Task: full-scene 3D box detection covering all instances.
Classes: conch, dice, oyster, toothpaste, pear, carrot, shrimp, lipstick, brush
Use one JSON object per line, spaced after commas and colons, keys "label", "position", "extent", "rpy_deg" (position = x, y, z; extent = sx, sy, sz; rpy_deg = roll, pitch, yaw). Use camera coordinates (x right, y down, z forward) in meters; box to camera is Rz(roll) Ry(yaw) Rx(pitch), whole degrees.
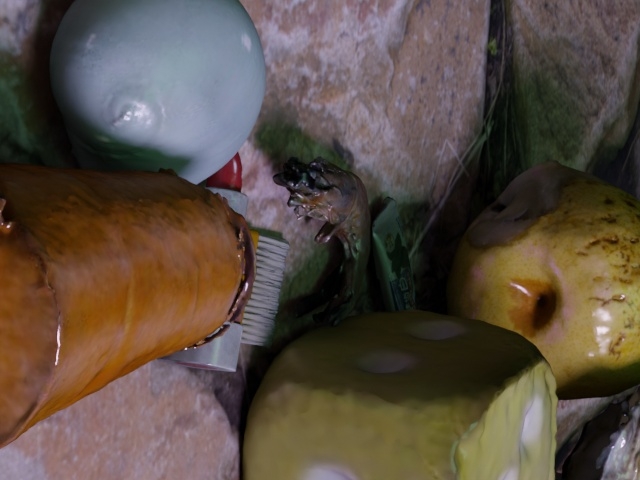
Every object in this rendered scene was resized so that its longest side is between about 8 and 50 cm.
{"label": "conch", "position": [-0.117, -0.110, 1.142], "extent": [0.185, 0.121, 0.221], "rpy_deg": [-51, 151, 8]}
{"label": "dice", "position": [0.079, 0.208, 1.391], "extent": [0.233, 0.227, 0.238], "rpy_deg": [-22, 116, -53]}
{"label": "oyster", "position": [0.285, 0.276, 1.518], "extent": [0.351, 0.115, 0.238], "rpy_deg": [-55, 176, -12]}
{"label": "toothpaste", "position": [0.082, 0.070, 1.536], "extent": [0.060, 0.038, 0.233], "rpy_deg": [-53, 137, -52]}
{"label": "pear", "position": [0.270, 0.053, 1.620], "extent": [0.271, 0.271, 0.271], "rpy_deg": [-19, 114, -53]}
{"label": "carrot", "position": [-0.181, 0.019, 1.013], "extent": [0.254, 0.196, 0.196], "rpy_deg": [-22, 116, -60]}
{"label": "shrimp", "position": [0.000, 0.000, 1.369], "extent": [0.219, 0.046, 0.152], "rpy_deg": [35, 62, -67]}
{"label": "lipstick", "position": [-0.086, 0.012, 1.229], "extent": [0.057, 0.063, 0.186], "rpy_deg": [22, 74, -54]}
{"label": "brush", "position": [-0.112, 0.030, 1.255], "extent": [0.272, 0.013, 0.103], "rpy_deg": [13, 86, -56]}

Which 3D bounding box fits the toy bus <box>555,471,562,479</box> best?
{"label": "toy bus", "position": [0.239, 0.439, 1.808], "extent": [0.138, 0.112, 0.316], "rpy_deg": [-2, 99, -46]}
